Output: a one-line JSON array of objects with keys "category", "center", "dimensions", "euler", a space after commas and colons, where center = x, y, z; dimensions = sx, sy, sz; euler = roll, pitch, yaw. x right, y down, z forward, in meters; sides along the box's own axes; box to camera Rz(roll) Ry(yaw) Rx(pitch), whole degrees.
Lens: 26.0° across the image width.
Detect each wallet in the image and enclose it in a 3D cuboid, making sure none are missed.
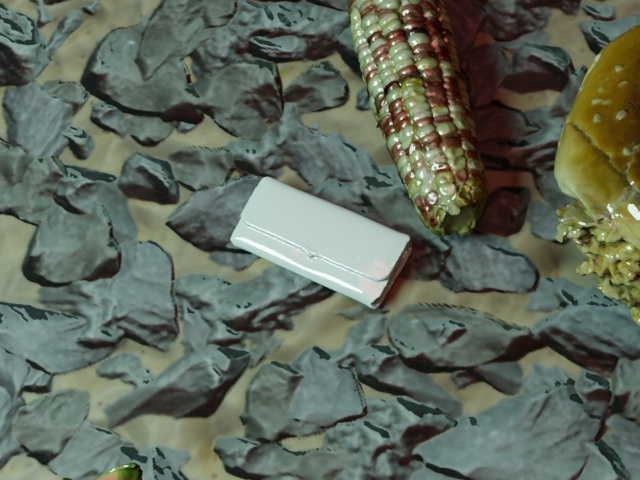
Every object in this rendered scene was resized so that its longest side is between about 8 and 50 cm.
[{"category": "wallet", "center": [0.000, 0.000, 0.993], "dimensions": [0.122, 0.025, 0.061], "euler": [24, 71, 19]}]

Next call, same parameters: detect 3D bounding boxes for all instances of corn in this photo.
[{"category": "corn", "center": [0.075, -0.108, 1.024], "dimensions": [0.079, 0.079, 0.237], "euler": [-14, 61, -2]}]

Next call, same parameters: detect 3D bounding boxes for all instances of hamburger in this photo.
[{"category": "hamburger", "center": [0.277, -0.053, 0.931], "dimensions": [0.286, 0.146, 0.243], "euler": [-26, 52, -8]}]

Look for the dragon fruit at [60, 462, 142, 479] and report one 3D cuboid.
[{"category": "dragon fruit", "center": [-0.110, 0.247, 0.797], "dimensions": [0.137, 0.135, 0.236], "euler": [-12, 75, -8]}]
